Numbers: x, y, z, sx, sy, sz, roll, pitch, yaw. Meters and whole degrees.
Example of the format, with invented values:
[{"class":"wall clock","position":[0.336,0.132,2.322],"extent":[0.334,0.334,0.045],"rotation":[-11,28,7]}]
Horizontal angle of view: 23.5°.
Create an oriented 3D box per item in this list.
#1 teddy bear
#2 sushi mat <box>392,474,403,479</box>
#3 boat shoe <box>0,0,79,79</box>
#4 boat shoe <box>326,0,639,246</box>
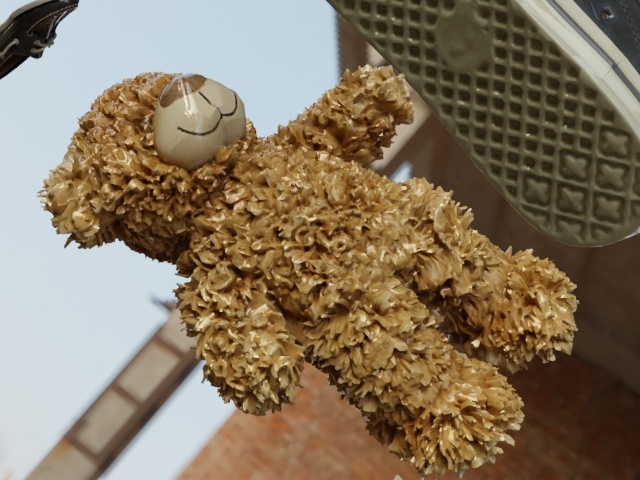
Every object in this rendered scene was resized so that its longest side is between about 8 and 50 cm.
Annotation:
[{"class":"teddy bear","position":[0.000,0.000,0.935],"extent":[0.338,0.245,0.113],"rotation":[49,-19,11]},{"class":"sushi mat","position":[0.157,0.379,1.515],"extent":[0.019,0.151,0.316],"rotation":[-41,-87,25]},{"class":"boat shoe","position":[-0.218,-0.152,1.144],"extent":[0.125,0.046,0.038],"rotation":[-21,-87,37]},{"class":"boat shoe","position":[0.097,-0.225,1.091],"extent":[0.500,0.156,0.187],"rotation":[52,-47,-5]}]
